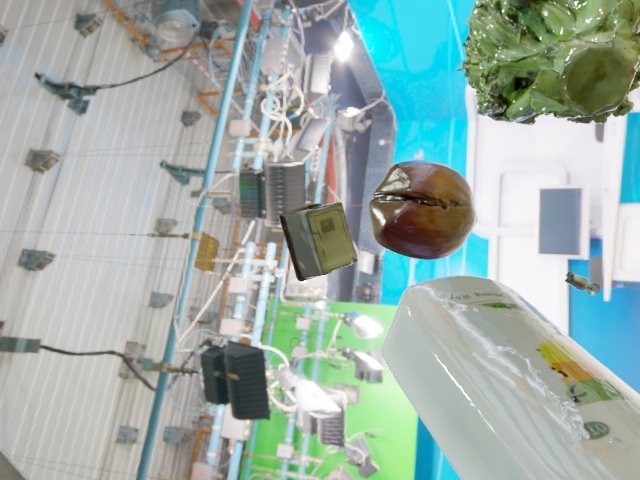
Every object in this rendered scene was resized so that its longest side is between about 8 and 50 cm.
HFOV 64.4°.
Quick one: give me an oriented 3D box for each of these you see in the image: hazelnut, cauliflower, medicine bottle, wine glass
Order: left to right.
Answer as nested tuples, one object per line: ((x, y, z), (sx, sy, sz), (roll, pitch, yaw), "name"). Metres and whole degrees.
((0.214, -0.065, 1.048), (0.181, 0.181, 0.211), (27, -108, -47), "hazelnut")
((0.170, 0.141, 0.360), (0.296, 0.161, 0.111), (-122, 43, -56), "medicine bottle")
((0.316, -0.242, 0.633), (0.275, 0.273, 0.250), (100, -169, -47), "cauliflower")
((0.662, 0.108, 1.285), (0.038, 0.083, 0.042), (-60, 13, 17), "wine glass")

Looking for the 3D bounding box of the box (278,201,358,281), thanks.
((0.000, 0.000, 0.578), (0.060, 0.063, 0.084), (-17, -85, -31), "box")

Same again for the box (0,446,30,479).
((-0.488, 0.356, 0.585), (0.264, 0.337, 0.106), (61, -164, -19), "box")
